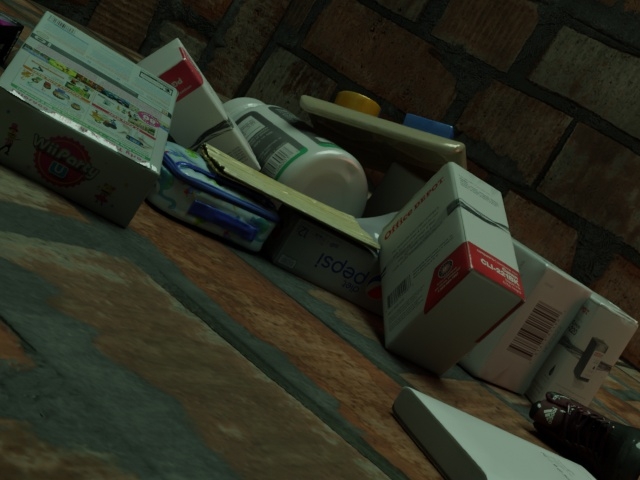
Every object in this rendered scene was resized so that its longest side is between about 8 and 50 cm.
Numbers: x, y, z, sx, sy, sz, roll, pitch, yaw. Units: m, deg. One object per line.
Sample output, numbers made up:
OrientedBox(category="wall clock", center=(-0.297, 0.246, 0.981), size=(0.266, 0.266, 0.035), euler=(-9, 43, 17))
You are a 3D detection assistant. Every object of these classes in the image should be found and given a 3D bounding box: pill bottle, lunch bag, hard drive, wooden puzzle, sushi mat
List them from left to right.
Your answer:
OrientedBox(category="lunch bag", center=(-0.178, -0.071, 1.568), size=(0.219, 0.090, 0.176), euler=(24, 13, -36))
OrientedBox(category="pill bottle", center=(-0.081, -0.142, 1.942), size=(0.204, 0.204, 0.361), euler=(25, 11, -39))
OrientedBox(category="sushi mat", center=(-0.050, -0.070, 1.628), size=(0.317, 0.019, 0.151), euler=(26, 12, -29))
OrientedBox(category="wooden puzzle", center=(0.143, -0.197, 1.974), size=(0.322, 0.080, 0.348), euler=(19, -7, 15))
OrientedBox(category="hard drive", center=(0.245, 0.280, 1.160), size=(0.308, 0.040, 0.203), euler=(27, 9, -29))

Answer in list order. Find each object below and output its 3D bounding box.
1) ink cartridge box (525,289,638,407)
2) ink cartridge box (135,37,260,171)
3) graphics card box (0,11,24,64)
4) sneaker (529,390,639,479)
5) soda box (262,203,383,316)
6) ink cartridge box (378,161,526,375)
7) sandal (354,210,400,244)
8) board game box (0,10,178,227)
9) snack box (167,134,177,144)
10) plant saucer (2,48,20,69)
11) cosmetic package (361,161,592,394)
OrientedBox(category="ink cartridge box", center=(0.452, 0.199, 1.793), size=(0.092, 0.218, 0.158), euler=(30, 8, -12))
OrientedBox(category="ink cartridge box", center=(-0.215, -0.213, 1.741), size=(0.237, 0.100, 0.172), euler=(56, 2, -26))
OrientedBox(category="graphics card box", center=(-0.656, -0.383, 1.670), size=(0.233, 0.094, 0.371), euler=(30, 7, -7))
OrientedBox(category="sneaker", center=(0.383, 0.290, 1.466), size=(0.163, 0.106, 0.281), euler=(28, -3, 11))
OrientedBox(category="soda box", center=(0.043, 0.041, 1.687), size=(0.286, 0.091, 0.098), euler=(27, 11, -27))
OrientedBox(category="ink cartridge box", center=(0.194, 0.039, 1.553), size=(0.114, 0.197, 0.273), euler=(29, 33, -22))
OrientedBox(category="sandal", center=(0.090, 0.012, 1.809), size=(0.076, 0.265, 0.102), euler=(88, -9, -56))
OrientedBox(category="board game box", center=(-0.318, -0.171, 1.350), size=(0.224, 0.097, 0.303), euler=(29, 23, -17))
OrientedBox(category="snack box", center=(-0.321, -0.237, 1.904), size=(0.207, 0.070, 0.174), euler=(51, 11, 8))
OrientedBox(category="plant saucer", center=(-0.478, -0.296, 1.969), size=(0.311, 0.050, 0.310), euler=(31, 9, -5))
OrientedBox(category="cosmetic package", center=(0.248, 0.060, 1.856), size=(0.161, 0.230, 0.453), euler=(26, 10, -42))
